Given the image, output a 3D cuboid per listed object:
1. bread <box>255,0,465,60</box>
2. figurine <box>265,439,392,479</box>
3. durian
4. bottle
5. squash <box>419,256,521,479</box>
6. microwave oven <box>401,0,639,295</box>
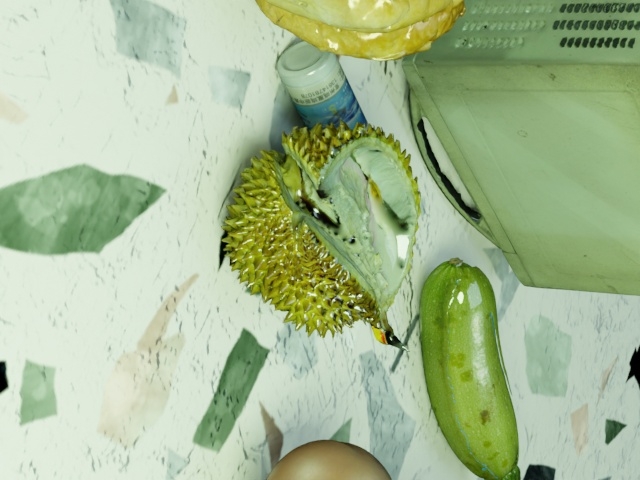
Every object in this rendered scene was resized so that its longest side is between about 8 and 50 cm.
[{"bbox_3d":[0.038,-0.254,1.422,0.236,0.198,0.120,-33,147,-41],"label":"bread"},{"bbox_3d":[-0.020,0.399,1.447,0.277,0.248,0.388,39,60,-24],"label":"figurine"},{"bbox_3d":[0.000,0.000,1.466,0.193,0.138,0.237,-47,129,-43],"label":"durian"},{"bbox_3d":[0.023,-0.100,1.548,0.060,0.060,0.217,-58,139,-30],"label":"bottle"},{"bbox_3d":[0.165,0.169,1.772,0.094,0.094,0.341,-45,132,-40],"label":"squash"},{"bbox_3d":[0.307,-0.148,1.713,0.394,0.333,0.247,56,48,-43],"label":"microwave oven"}]
